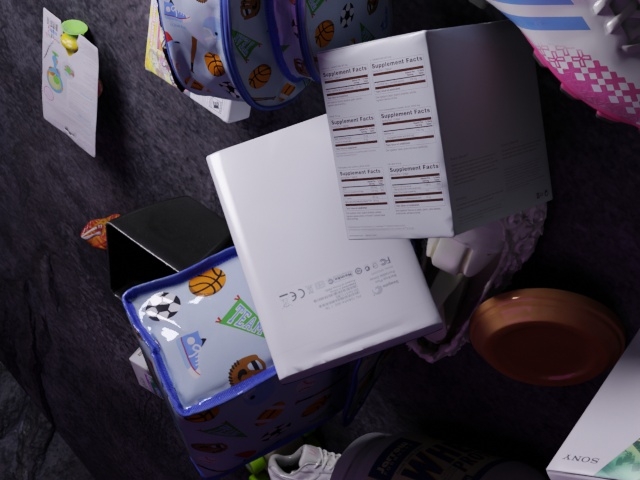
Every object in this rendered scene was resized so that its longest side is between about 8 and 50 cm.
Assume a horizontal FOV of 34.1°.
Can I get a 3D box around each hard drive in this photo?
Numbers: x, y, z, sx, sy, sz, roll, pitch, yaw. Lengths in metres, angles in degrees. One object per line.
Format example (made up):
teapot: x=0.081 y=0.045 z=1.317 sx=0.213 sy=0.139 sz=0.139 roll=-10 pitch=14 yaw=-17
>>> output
hard drive: x=0.000 y=0.000 z=1.328 sx=0.040 sy=0.210 sz=0.318 roll=75 pitch=176 yaw=-68

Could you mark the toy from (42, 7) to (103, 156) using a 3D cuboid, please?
toy: x=-0.411 y=-0.272 z=1.775 sx=0.137 sy=0.056 sz=0.237 roll=37 pitch=143 yaw=21

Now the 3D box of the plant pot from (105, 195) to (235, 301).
plant pot: x=-0.243 y=0.035 z=1.807 sx=0.187 sy=0.167 sz=0.188 roll=33 pitch=140 yaw=22

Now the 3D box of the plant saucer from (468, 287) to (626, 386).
plant saucer: x=0.290 y=0.133 z=1.342 sx=0.200 sy=0.037 sz=0.200 roll=9 pitch=143 yaw=7

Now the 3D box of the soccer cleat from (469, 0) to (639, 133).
soccer cleat: x=0.248 y=-0.232 z=0.985 sx=0.331 sy=0.116 sz=0.143 roll=40 pitch=148 yaw=10

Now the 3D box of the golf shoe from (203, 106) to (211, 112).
golf shoe: x=-0.129 y=-0.242 z=1.456 sx=0.198 sy=0.077 sz=0.094 roll=-12 pitch=116 yaw=53

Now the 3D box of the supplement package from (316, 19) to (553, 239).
supplement package: x=0.125 y=-0.120 z=1.113 sx=0.149 sy=0.194 sz=0.203 roll=-1 pitch=102 yaw=43

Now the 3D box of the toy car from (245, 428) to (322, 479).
toy car: x=-0.117 y=0.391 z=2.101 sx=0.188 sy=0.155 sz=0.148 roll=35 pitch=149 yaw=41

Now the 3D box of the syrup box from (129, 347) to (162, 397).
syrup box: x=-0.290 y=0.300 z=2.237 sx=0.237 sy=0.096 sz=0.093 roll=23 pitch=142 yaw=31

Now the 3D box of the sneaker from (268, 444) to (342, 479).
sneaker: x=0.007 y=0.434 z=1.969 sx=0.232 sy=0.090 sz=0.115 roll=-11 pitch=122 yaw=9

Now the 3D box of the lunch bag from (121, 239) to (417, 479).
lunch bag: x=-0.043 y=0.146 z=1.474 sx=0.238 sy=0.386 sz=0.327 roll=59 pitch=165 yaw=23

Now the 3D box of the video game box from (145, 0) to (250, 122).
video game box: x=-0.154 y=-0.287 z=1.385 sx=0.187 sy=0.048 sz=0.205 roll=34 pitch=128 yaw=30

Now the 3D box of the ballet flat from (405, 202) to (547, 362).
ballet flat: x=0.187 y=0.028 z=1.337 sx=0.147 sy=0.147 sz=0.408 roll=33 pitch=145 yaw=20

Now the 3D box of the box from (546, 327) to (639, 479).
box: x=0.399 y=0.144 z=1.035 sx=0.232 sy=0.322 sz=0.058 roll=-5 pitch=125 yaw=51

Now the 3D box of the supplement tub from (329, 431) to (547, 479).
supplement tub: x=0.192 y=0.445 z=1.700 sx=0.325 sy=0.235 sz=0.235 roll=7 pitch=131 yaw=46

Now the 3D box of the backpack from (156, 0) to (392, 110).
backpack: x=-0.052 y=-0.272 z=1.154 sx=0.213 sy=0.263 sz=0.276 roll=18 pitch=138 yaw=38

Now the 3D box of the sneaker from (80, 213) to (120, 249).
sneaker: x=-0.412 y=-0.012 z=2.079 sx=0.067 sy=0.064 sz=0.175 roll=40 pitch=159 yaw=-29
